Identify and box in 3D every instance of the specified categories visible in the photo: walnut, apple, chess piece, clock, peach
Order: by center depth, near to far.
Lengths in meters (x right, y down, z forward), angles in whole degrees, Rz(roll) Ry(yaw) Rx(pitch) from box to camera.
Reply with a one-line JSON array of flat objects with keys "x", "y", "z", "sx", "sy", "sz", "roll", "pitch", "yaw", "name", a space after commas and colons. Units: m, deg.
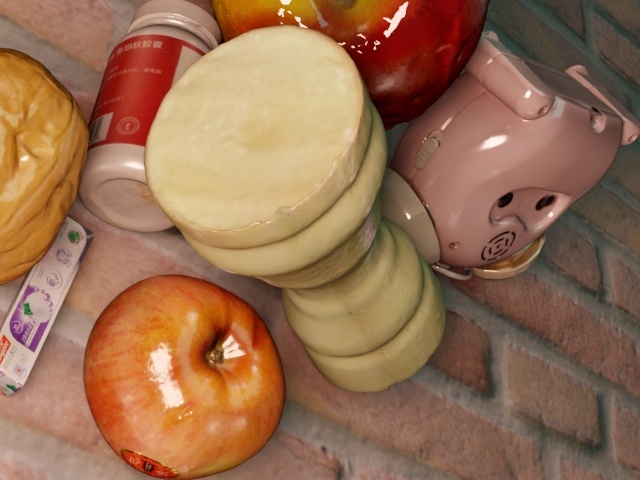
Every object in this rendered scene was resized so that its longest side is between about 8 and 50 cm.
[{"x": -0.311, "y": -0.067, "z": 1.089, "sx": 0.193, "sy": 0.193, "sz": 0.226, "roll": 32, "pitch": 59, "yaw": -35, "name": "walnut"}, {"x": -0.134, "y": 0.137, "z": 1.192, "sx": 0.209, "sy": 0.164, "sz": 0.210, "roll": 23, "pitch": 54, "yaw": -37, "name": "apple"}, {"x": 0.000, "y": 0.000, "z": 1.278, "sx": 0.442, "sy": 0.234, "sz": 0.234, "roll": 59, "pitch": 29, "yaw": -54, "name": "chess piece"}, {"x": 0.023, "y": -0.304, "z": 1.444, "sx": 0.339, "sy": 0.353, "sz": 0.416, "roll": 17, "pitch": 12, "yaw": -5, "name": "peach"}, {"x": 0.233, "y": -0.091, "z": 1.615, "sx": 0.342, "sy": 0.326, "sz": 0.184, "roll": 13, "pitch": 35, "yaw": -43, "name": "clock"}]

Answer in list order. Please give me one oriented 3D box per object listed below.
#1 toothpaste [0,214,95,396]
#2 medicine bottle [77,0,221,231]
[{"x": -0.278, "y": 0.058, "z": 1.167, "sx": 0.047, "sy": 0.040, "sz": 0.196, "roll": 38, "pitch": 46, "yaw": -24, "name": "toothpaste"}, {"x": -0.180, "y": -0.140, "z": 1.307, "sx": 0.131, "sy": 0.131, "sz": 0.250, "roll": 35, "pitch": 48, "yaw": -32, "name": "medicine bottle"}]
